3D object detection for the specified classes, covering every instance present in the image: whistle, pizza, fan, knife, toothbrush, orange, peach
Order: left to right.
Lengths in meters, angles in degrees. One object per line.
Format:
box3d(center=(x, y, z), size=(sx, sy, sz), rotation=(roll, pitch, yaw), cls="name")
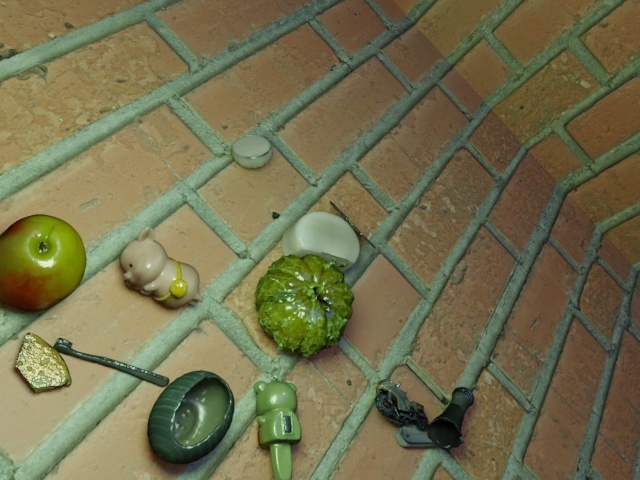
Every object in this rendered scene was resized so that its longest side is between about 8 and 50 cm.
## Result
box3d(center=(-0.667, 0.052, 1.469), size=(0.231, 0.231, 0.231), rotation=(18, 55, -27), cls="peach")
box3d(center=(-0.654, 0.292, 1.457), size=(0.160, 0.036, 0.099), rotation=(48, 47, -1), cls="pizza")
box3d(center=(-0.515, 0.306, 1.554), size=(0.297, 0.030, 0.031), rotation=(26, 42, -21), cls="toothbrush")
box3d(center=(-0.113, 0.500, 1.676), size=(0.131, 0.106, 0.288), rotation=(13, 56, -33), cls="whistle")
box3d(center=(-0.045, 0.194, 1.830), size=(0.300, 0.223, 0.301), rotation=(-1, 64, -19), cls="orange")
box3d(center=(0.095, -0.066, 2.089), size=(0.229, 0.011, 0.335), rotation=(48, 4, 25), cls="fan")
box3d(center=(0.350, 0.620, 1.985), size=(0.265, 0.040, 0.073), rotation=(12, 45, -30), cls="knife")

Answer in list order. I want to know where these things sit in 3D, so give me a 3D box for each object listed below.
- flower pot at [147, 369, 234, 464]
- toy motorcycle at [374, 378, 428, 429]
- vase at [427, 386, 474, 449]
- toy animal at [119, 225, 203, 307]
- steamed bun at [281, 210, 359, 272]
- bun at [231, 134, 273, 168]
box3d(center=(-0.318, 0.433, 1.534), size=(0.189, 0.157, 0.243), rotation=(45, 48, -4), cls="flower pot")
box3d(center=(0.250, 0.505, 1.937), size=(0.229, 0.094, 0.130), rotation=(29, 29, -32), cls="toy motorcycle")
box3d(center=(0.432, 0.563, 2.012), size=(0.115, 0.115, 0.237), rotation=(54, 31, 3), cls="vase")
box3d(center=(-0.421, 0.094, 1.663), size=(0.248, 0.165, 0.149), rotation=(45, 42, -14), cls="toy animal")
box3d(center=(0.000, 0.000, 2.025), size=(0.241, 0.146, 0.164), rotation=(17, 60, -28), cls="steamed bun")
box3d(center=(-0.225, -0.281, 2.071), size=(0.138, 0.094, 0.138), rotation=(1, 44, -1), cls="bun")
